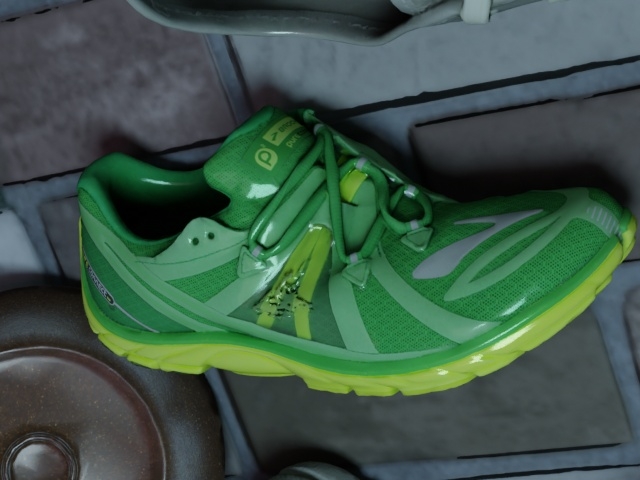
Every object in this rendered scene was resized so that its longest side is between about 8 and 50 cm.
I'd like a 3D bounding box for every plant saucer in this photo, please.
[{"bbox_3d":[-0.152,0.124,0.882,0.198,0.036,0.199,0,89,-1],"label":"plant saucer"}]

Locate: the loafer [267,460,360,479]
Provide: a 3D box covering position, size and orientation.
[{"bbox_3d":[0.072,0.255,0.875,0.319,0.112,0.111,44,131,8],"label":"loafer"}]

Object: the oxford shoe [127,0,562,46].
[{"bbox_3d":[0.098,-0.146,0.598,0.449,0.130,0.169,-2,149,29],"label":"oxford shoe"}]

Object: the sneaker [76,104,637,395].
[{"bbox_3d":[0.000,0.000,0.765,0.295,0.109,0.123,-2,119,27],"label":"sneaker"}]
